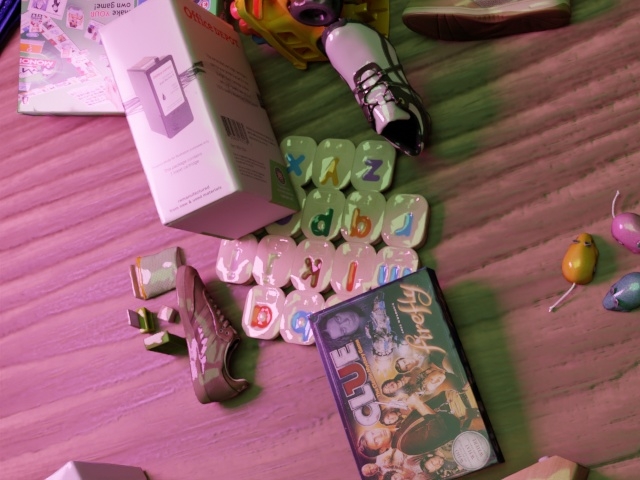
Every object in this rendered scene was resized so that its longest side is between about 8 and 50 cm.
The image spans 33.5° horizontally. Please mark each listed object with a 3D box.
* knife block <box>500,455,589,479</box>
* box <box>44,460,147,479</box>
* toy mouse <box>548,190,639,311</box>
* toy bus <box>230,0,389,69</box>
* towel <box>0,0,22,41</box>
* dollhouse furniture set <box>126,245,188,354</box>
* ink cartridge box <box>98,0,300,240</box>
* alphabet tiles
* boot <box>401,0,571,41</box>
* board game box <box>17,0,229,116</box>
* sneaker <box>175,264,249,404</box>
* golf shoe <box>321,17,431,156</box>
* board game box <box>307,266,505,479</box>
[{"bbox_3d":[0.206,0.394,1.153,0.276,0.088,0.242,-29,67,13],"label":"knife block"},{"bbox_3d":[-0.266,0.472,1.287,0.215,0.168,0.345,-37,65,10],"label":"box"},{"bbox_3d":[0.352,0.023,1.225,0.143,0.031,0.161,16,82,26],"label":"toy mouse"},{"bbox_3d":[-0.038,-0.321,1.392,0.211,0.220,0.149,-5,70,29],"label":"toy bus"},{"bbox_3d":[-0.609,-0.414,1.734,0.308,0.076,0.227,31,88,27],"label":"towel"},{"bbox_3d":[-0.225,0.078,1.441,0.076,0.058,0.151,-21,68,16],"label":"dollhouse furniture set"},{"bbox_3d":[-0.149,-0.152,1.350,0.115,0.198,0.273,-24,77,17],"label":"ink cartridge box"},{"bbox_3d":[0.000,0.000,1.388,0.284,0.021,0.278,5,77,24],"label":"alphabet tiles"},{"bbox_3d":[0.212,-0.348,1.365,0.213,0.077,0.165,-2,75,17],"label":"boot"},{"bbox_3d":[-0.287,-0.286,1.535,0.317,0.046,0.213,3,91,18],"label":"board game box"},{"bbox_3d":[-0.142,0.119,1.402,0.071,0.066,0.188,-13,75,2],"label":"sneaker"},{"bbox_3d":[0.076,-0.187,1.312,0.077,0.198,0.094,-35,25,19],"label":"golf shoe"},{"bbox_3d":[0.099,0.175,1.270,0.165,0.042,0.243,-24,74,16],"label":"board game box"}]
